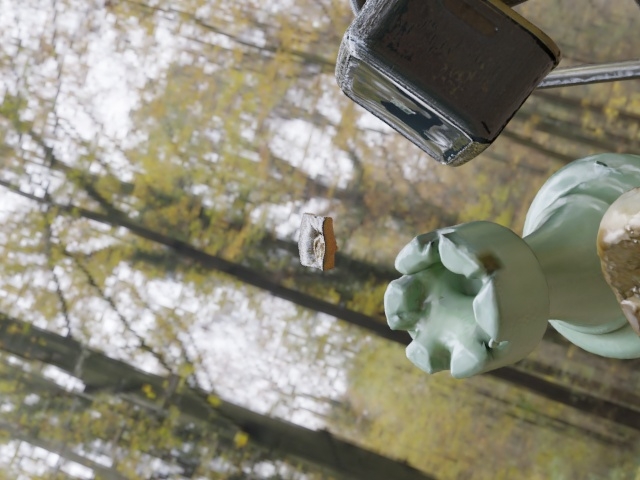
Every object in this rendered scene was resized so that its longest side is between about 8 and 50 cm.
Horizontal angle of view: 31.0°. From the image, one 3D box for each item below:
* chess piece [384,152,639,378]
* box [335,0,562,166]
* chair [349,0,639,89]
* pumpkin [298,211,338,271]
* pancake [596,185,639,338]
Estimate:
[{"bbox_3d":[0.198,0.031,1.006,0.299,0.194,0.195,-12,-58,-44],"label":"chess piece"},{"bbox_3d":[0.089,-0.133,0.895,0.090,0.144,0.201,-55,1,-3],"label":"box"},{"bbox_3d":[0.265,-0.358,1.325,0.364,0.410,0.362,44,-135,-26],"label":"chair"},{"bbox_3d":[0.000,-0.001,1.454,0.101,0.035,0.073,-156,58,-68],"label":"pumpkin"},{"bbox_3d":[0.290,0.073,0.728,0.049,0.282,0.282,-43,-23,-12],"label":"pancake"}]
